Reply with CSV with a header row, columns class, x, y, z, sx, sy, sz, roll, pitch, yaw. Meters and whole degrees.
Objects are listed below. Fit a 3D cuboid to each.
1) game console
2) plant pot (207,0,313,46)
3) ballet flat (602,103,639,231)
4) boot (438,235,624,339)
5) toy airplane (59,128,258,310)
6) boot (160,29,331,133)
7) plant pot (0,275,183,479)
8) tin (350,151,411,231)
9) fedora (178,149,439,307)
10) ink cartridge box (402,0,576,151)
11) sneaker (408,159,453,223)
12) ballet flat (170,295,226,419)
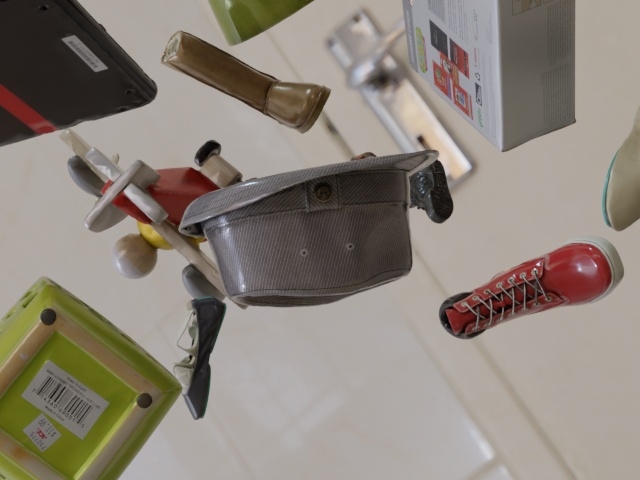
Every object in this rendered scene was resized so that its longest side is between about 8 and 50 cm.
class,x,y,z,sx,sy,sz,roll,pitch,yaw
game console,-0.417,-0.211,1.594,0.342,0.060,0.386,-15,-17,9
plant pot,-0.133,-0.556,2.420,0.275,0.293,0.275,-30,15,9
ballet flat,0.427,-0.109,1.680,0.086,0.086,0.248,-52,8,51
boot,0.264,0.071,1.701,0.176,0.088,0.244,-22,-2,-31
toy airplane,-0.306,-0.037,2.385,0.384,0.386,0.272,25,-67,-23
boot,-0.137,-0.284,2.322,0.089,0.270,0.236,-66,18,-10
plant pot,-0.298,0.185,1.500,0.227,0.228,0.207,-53,7,-13
tin,0.110,-0.071,2.374,0.040,0.189,0.106,-21,10,27
fedora,0.000,0.000,1.334,0.276,0.124,0.244,-9,-7,-25
ink cartridge box,0.226,-0.329,1.818,0.130,0.272,0.309,-23,-48,-16
sneaker,0.164,-0.072,2.118,0.051,0.170,0.089,26,-51,-26
ballet flat,-0.206,0.188,2.125,0.074,0.074,0.203,9,-88,-70
